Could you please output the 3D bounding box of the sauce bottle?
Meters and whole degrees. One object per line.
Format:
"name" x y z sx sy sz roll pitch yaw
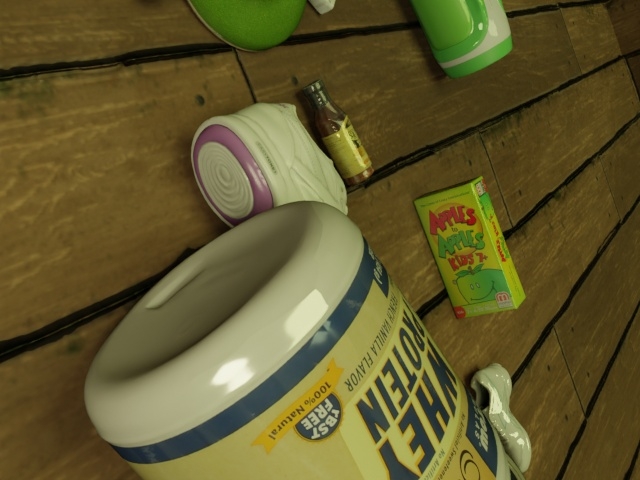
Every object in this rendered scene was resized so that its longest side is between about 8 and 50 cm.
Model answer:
"sauce bottle" 0.019 -0.128 0.830 0.128 0.042 0.042 61 39 -19

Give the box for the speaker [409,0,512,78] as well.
"speaker" 0.188 -0.408 1.082 0.297 0.131 0.131 61 39 -16

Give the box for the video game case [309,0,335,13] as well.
"video game case" -0.032 -0.435 0.895 0.206 0.026 0.227 41 48 -35

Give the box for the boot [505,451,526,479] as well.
"boot" 0.189 0.367 0.824 0.178 0.085 0.237 -36 106 -49

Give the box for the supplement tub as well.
"supplement tub" 0.004 0.154 0.539 0.316 0.228 0.228 54 41 -19

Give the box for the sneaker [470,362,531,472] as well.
"sneaker" 0.243 0.250 0.971 0.061 0.053 0.152 -7 76 -44

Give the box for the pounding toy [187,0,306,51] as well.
"pounding toy" -0.069 -0.304 0.709 0.236 0.110 0.183 7 79 -49

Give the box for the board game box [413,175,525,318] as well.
"board game box" 0.207 0.012 0.974 0.043 0.092 0.182 -30 101 -51

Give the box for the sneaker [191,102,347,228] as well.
"sneaker" 0.000 0.000 0.695 0.152 0.114 0.305 -40 109 -49
